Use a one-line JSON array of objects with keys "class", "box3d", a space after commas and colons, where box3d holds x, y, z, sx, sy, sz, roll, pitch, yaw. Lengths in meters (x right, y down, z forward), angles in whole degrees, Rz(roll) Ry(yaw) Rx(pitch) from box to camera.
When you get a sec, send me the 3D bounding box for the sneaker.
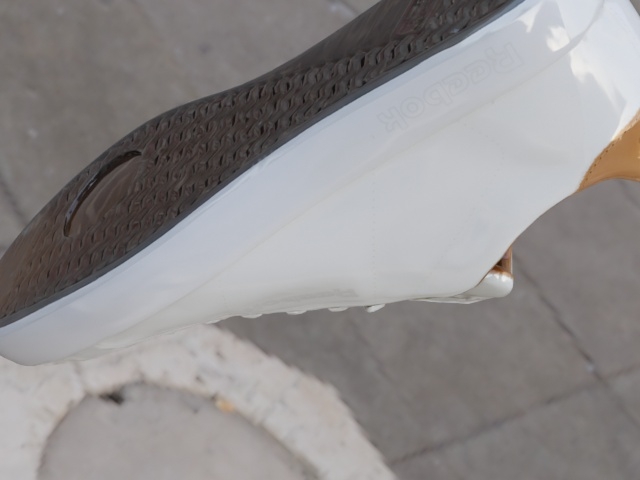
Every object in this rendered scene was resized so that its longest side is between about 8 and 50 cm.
[{"class": "sneaker", "box3d": [0.000, 0.000, 0.647, 0.123, 0.290, 0.106, 48, 32, -29]}]
